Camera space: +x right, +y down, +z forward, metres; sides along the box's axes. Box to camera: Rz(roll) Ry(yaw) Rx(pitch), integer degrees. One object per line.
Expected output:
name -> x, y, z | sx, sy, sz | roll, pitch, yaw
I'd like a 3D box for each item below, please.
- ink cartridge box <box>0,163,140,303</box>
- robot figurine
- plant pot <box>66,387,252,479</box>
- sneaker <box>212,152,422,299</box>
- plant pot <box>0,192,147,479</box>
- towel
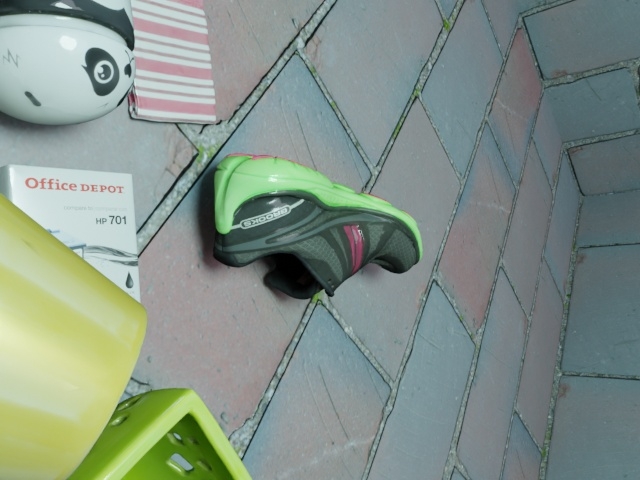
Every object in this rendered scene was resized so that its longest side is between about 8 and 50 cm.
ink cartridge box -> -0.283, 0.019, 0.593 | 0.140, 0.082, 0.190 | -3, 90, -50
robot figurine -> -0.284, -0.261, 0.554 | 0.209, 0.174, 0.278 | -6, 90, -44
plant pot -> -0.214, 0.297, 0.541 | 0.227, 0.207, 0.228 | -44, 119, -44
sneaker -> 0.000, 0.000, 0.911 | 0.483, 0.185, 0.202 | 16, 91, -46
plant pot -> -0.280, 0.069, 0.408 | 0.239, 0.254, 0.253 | 33, 59, -25
towel -> -0.217, -0.264, 0.761 | 0.144, 0.029, 0.196 | -10, 95, -52
